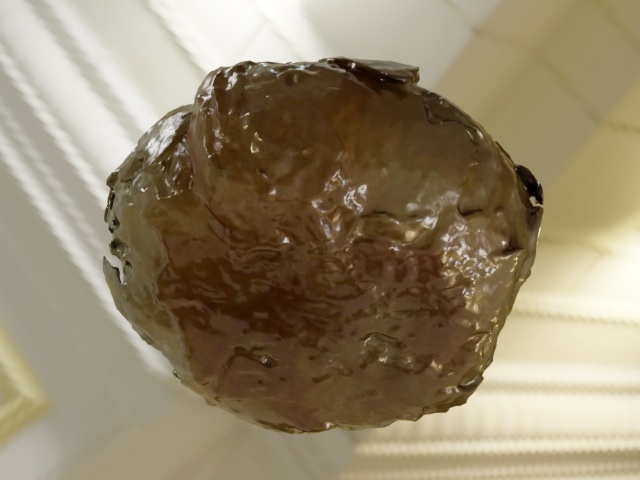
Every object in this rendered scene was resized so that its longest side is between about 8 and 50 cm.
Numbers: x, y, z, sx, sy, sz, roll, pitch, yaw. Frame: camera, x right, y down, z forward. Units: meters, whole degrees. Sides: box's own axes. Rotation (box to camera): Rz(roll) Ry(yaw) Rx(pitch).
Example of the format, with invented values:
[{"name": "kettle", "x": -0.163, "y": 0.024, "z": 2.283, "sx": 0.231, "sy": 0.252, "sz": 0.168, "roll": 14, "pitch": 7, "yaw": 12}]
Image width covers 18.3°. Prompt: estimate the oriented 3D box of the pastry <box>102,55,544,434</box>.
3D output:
[{"name": "pastry", "x": 0.001, "y": 0.003, "z": 0.680, "sx": 0.153, "sy": 0.153, "sz": 0.081, "roll": 32, "pitch": -133, "yaw": -15}]
